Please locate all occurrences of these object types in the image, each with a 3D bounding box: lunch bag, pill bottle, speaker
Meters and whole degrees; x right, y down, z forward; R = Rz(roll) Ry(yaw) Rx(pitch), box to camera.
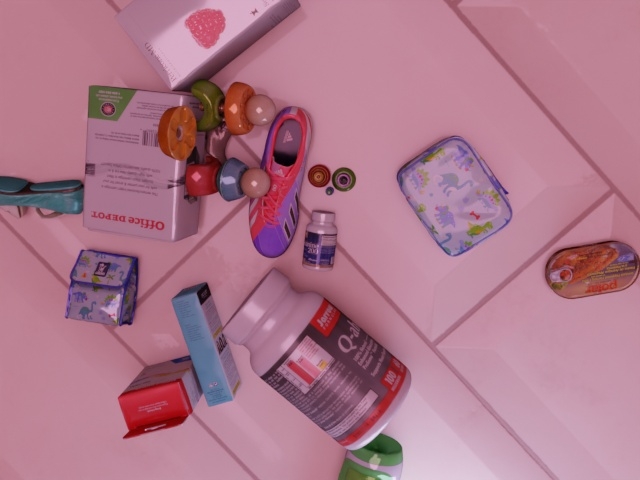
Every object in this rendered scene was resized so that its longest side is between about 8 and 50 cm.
[{"bbox_3d":[-0.461,0.100,1.583,0.128,0.096,0.151,9,86,5],"label":"lunch bag"},{"bbox_3d":[0.000,0.000,1.545,0.067,0.067,0.120,7,100,2],"label":"pill bottle"},{"bbox_3d":[-0.011,0.236,1.512,0.363,0.210,0.210,40,99,-4],"label":"pill bottle"},{"bbox_3d":[0.095,0.573,1.605,0.131,0.131,0.297,11,100,2],"label":"speaker"},{"bbox_3d":[0.273,-0.092,1.501,0.176,0.090,0.219,-35,96,9],"label":"lunch bag"}]

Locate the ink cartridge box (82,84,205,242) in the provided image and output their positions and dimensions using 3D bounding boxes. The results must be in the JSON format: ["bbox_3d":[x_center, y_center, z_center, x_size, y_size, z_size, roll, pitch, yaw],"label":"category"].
[{"bbox_3d":[-0.354,-0.156,1.499,0.211,0.121,0.289,9,100,14],"label":"ink cartridge box"}]

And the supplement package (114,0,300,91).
[{"bbox_3d":[-0.209,-0.442,1.430,0.293,0.175,0.177,-37,96,9],"label":"supplement package"}]

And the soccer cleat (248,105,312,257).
[{"bbox_3d":[-0.085,-0.115,1.506,0.108,0.116,0.318,13,100,1],"label":"soccer cleat"}]

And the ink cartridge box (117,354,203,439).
[{"bbox_3d":[-0.326,0.318,1.535,0.134,0.231,0.078,-16,98,6],"label":"ink cartridge box"}]

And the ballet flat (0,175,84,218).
[{"bbox_3d":[-0.614,-0.085,1.566,0.247,0.083,0.087,3,114,5],"label":"ballet flat"}]

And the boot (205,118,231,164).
[{"bbox_3d":[-0.204,-0.214,1.537,0.087,0.042,0.118,-44,95,7],"label":"boot"}]

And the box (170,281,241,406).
[{"bbox_3d":[-0.241,0.219,1.580,0.060,0.100,0.244,-17,98,7],"label":"box"}]

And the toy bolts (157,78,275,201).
[{"bbox_3d":[-0.180,-0.171,1.408,0.158,0.218,0.229,9,119,19],"label":"toy bolts"}]

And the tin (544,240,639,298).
[{"bbox_3d":[0.561,0.061,1.536,0.189,0.040,0.106,-10,95,5],"label":"tin"}]

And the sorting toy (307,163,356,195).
[{"bbox_3d":[0.022,-0.123,1.536,0.101,0.042,0.061,8,100,2],"label":"sorting toy"}]
